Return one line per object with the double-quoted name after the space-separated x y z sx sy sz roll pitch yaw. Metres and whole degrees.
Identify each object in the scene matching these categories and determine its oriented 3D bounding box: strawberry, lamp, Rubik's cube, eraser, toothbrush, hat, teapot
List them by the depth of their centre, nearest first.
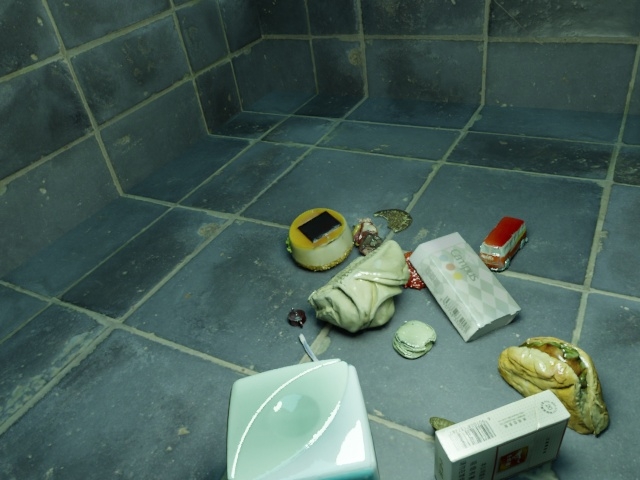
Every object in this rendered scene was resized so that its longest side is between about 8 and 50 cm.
-0.037 0.549 1.354 0.352 0.352 0.347 -8 34 -2 "Rubik's cube"
0.363 0.561 1.502 0.146 0.067 0.146 19 4 -1 "hat"
-0.017 0.405 1.831 0.021 0.027 0.269 13 22 -33 "toothbrush"
0.507 0.154 1.929 0.213 0.082 0.396 -19 52 -16 "eraser"
-0.087 0.286 1.999 0.068 0.045 0.100 -22 36 -14 "teapot"
0.389 0.103 2.094 0.236 0.106 0.175 -3 36 9 "strawberry"
0.198 -0.033 2.323 0.118 0.118 0.253 -9 29 0 "lamp"

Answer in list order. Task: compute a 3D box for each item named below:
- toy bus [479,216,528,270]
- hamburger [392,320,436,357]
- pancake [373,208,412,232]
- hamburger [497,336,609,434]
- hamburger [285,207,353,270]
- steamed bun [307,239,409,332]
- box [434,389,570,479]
0.724 0.009 2.135 0.121 0.119 0.265 19 43 36 "toy bus"
0.316 0.333 1.826 0.140 0.062 0.133 -23 38 -22 "hamburger"
0.328 -0.092 2.458 0.184 0.020 0.190 0 35 12 "pancake"
0.685 0.382 1.548 0.162 0.209 0.330 -26 40 -22 "hamburger"
0.000 0.000 2.266 0.276 0.179 0.294 -35 47 -18 "hamburger"
0.167 0.192 1.912 0.394 0.237 0.346 -36 1 17 "steamed bun"
0.461 0.529 1.384 0.330 0.210 0.095 -17 40 -11 "box"
